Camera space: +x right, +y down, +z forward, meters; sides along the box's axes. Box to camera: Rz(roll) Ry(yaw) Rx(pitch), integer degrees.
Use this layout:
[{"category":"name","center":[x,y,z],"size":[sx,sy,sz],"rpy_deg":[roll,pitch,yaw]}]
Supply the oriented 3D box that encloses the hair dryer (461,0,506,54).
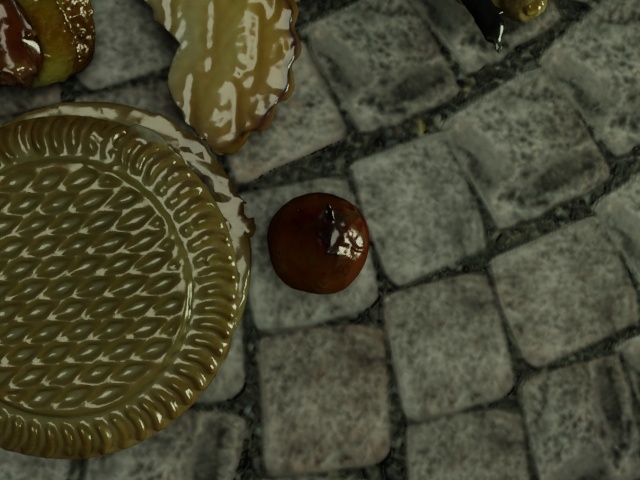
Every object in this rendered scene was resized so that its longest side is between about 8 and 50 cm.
[{"category":"hair dryer","center":[0.004,-0.246,0.601],"size":[0.303,0.120,0.360],"rpy_deg":[-23,60,-13]}]

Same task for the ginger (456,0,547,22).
[{"category":"ginger","center":[0.143,-0.315,0.714],"size":[0.131,0.086,0.295],"rpy_deg":[-7,77,-2]}]

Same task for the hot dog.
[{"category":"hot dog","center":[-0.242,-0.214,0.617],"size":[0.146,0.103,0.213],"rpy_deg":[-17,89,-12]}]

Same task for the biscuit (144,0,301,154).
[{"category":"biscuit","center":[-0.074,-0.162,0.662],"size":[0.118,0.061,0.183],"rpy_deg":[-20,89,2]}]

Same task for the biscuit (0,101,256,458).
[{"category":"biscuit","center":[-0.171,0.025,0.611],"size":[0.259,0.079,0.259],"rpy_deg":[0,90,-5]}]

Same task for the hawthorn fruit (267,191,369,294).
[{"category":"hawthorn fruit","center":[0.000,0.000,0.643],"size":[0.081,0.093,0.081],"rpy_deg":[1,83,-9]}]
